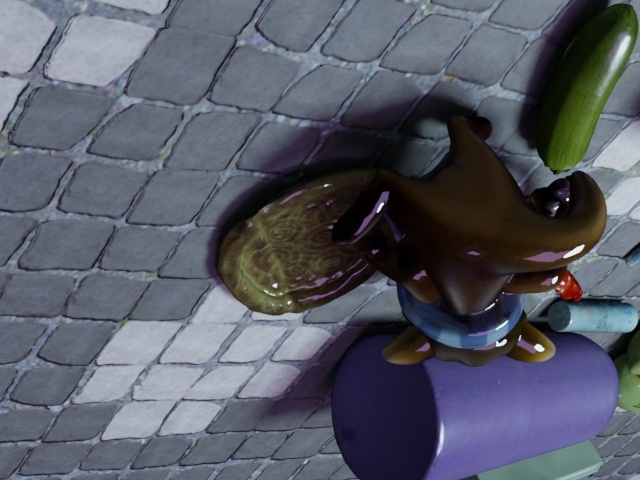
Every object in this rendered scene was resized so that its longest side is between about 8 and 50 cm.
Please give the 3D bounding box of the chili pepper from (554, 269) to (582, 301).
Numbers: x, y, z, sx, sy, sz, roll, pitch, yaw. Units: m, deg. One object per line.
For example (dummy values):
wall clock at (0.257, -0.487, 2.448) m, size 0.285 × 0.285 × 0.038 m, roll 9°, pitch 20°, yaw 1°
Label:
chili pepper at (0.348, 0.065, 1.731) m, size 0.027 × 0.045 × 0.178 m, roll -25°, pitch 155°, yaw 15°

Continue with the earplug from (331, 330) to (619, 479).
earplug at (0.250, 0.225, 1.750) m, size 0.456 × 0.215 × 0.215 m, roll -2°, pitch 141°, yaw -39°

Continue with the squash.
squash at (0.280, -0.156, 1.338) m, size 0.069 × 0.069 × 0.258 m, roll -14°, pitch 146°, yaw -19°

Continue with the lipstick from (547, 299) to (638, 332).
lipstick at (0.407, 0.114, 1.838) m, size 0.158 × 0.048 × 0.048 m, roll 4°, pitch 137°, yaw -39°

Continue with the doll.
doll at (0.171, 0.005, 1.372) m, size 0.318 × 0.209 × 0.340 m, roll -12°, pitch 149°, yaw -2°

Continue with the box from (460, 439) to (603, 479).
box at (0.362, 0.439, 2.214) m, size 0.225 × 0.117 × 0.225 m, roll -16°, pitch 147°, yaw -16°

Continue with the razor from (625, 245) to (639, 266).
razor at (0.487, -0.004, 1.740) m, size 0.068 × 0.040 × 0.135 m, roll 12°, pitch 136°, yaw -45°

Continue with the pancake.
pancake at (0.000, 0.000, 1.394) m, size 0.250 × 0.031 × 0.250 m, roll -18°, pitch 146°, yaw -13°

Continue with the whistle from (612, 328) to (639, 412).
whistle at (0.555, 0.189, 2.000) m, size 0.131 × 0.106 × 0.288 m, roll -9°, pitch 145°, yaw -37°
